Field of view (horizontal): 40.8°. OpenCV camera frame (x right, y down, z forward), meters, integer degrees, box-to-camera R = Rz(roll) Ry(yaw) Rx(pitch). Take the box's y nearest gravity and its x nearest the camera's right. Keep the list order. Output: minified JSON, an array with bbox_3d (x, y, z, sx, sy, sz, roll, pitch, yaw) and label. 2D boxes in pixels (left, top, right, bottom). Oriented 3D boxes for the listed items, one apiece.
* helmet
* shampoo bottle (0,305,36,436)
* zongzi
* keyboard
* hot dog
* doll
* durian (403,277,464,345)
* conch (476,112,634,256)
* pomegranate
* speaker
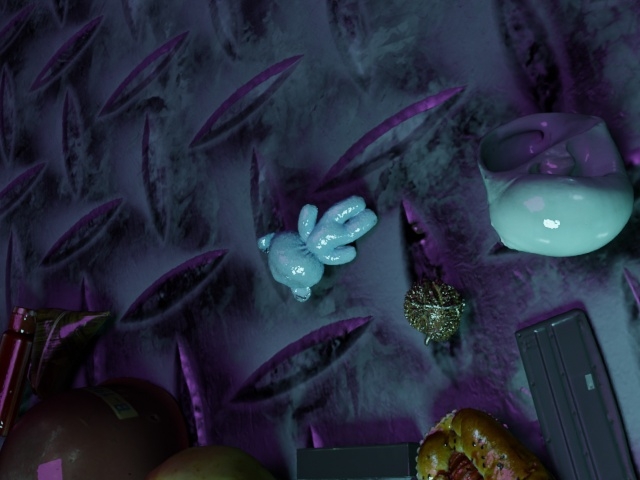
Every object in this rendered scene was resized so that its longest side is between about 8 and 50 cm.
[{"bbox_3d":[-0.415,0.381,1.421,0.385,0.230,0.337,27,95,43],"label":"helmet"},{"bbox_3d":[-0.638,0.267,1.775,0.102,0.064,0.260,5,79,47],"label":"shampoo bottle"},{"bbox_3d":[-0.476,0.222,1.640,0.184,0.084,0.187,-1,82,32],"label":"zongzi"},{"bbox_3d":[0.282,0.168,0.994,0.103,0.041,0.381,-27,65,32],"label":"keyboard"},{"bbox_3d":[0.204,0.309,0.972,0.144,0.075,0.268,-40,48,12],"label":"hot dog"},{"bbox_3d":[0.000,0.001,1.285,0.180,0.075,0.120,-36,83,3],"label":"doll"},{"bbox_3d":[0.144,0.093,1.113,0.080,0.080,0.091,24,103,44],"label":"durian"},{"bbox_3d":[0.265,-0.067,0.996,0.221,0.185,0.121,-62,-4,-48],"label":"conch"},{"bbox_3d":[-0.149,0.395,1.170,0.233,0.233,0.233,-16,65,38],"label":"pomegranate"},{"bbox_3d":[0.051,0.298,1.151,0.191,0.040,0.046,-14,69,38],"label":"speaker"}]
